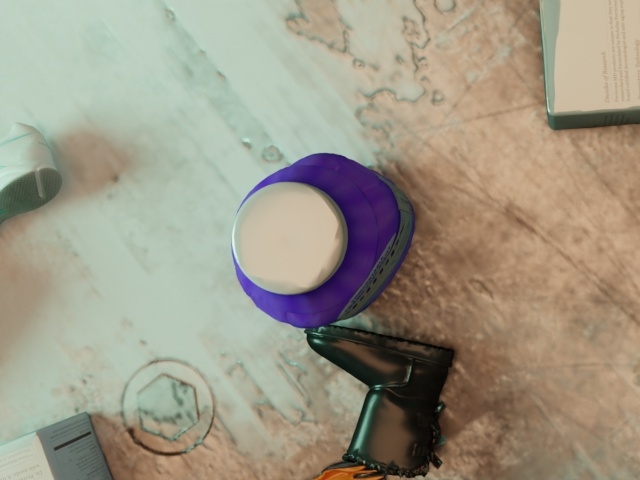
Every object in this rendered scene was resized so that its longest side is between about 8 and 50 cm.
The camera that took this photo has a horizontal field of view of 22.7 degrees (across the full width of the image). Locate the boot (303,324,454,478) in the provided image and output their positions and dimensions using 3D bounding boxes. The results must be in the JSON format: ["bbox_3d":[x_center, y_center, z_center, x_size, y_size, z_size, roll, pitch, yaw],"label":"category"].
[{"bbox_3d":[0.038,0.118,1.178,0.121,0.045,0.099,13,90,2],"label":"boot"}]

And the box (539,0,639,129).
[{"bbox_3d":[0.200,-0.134,1.125,0.087,0.101,0.102,-5,88,9],"label":"box"}]

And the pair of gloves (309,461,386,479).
[{"bbox_3d":[0.023,0.207,1.197,0.074,0.010,0.083,-16,89,5],"label":"pair of gloves"}]

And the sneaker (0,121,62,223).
[{"bbox_3d":[-0.265,-0.034,1.224,0.152,0.054,0.061,-29,58,14],"label":"sneaker"}]

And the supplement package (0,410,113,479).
[{"bbox_3d":[-0.203,0.267,1.165,0.134,0.139,0.244,-22,87,6],"label":"supplement package"}]

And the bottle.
[{"bbox_3d":[0.000,0.000,1.063,0.092,0.283,0.118,34,93,7],"label":"bottle"}]
